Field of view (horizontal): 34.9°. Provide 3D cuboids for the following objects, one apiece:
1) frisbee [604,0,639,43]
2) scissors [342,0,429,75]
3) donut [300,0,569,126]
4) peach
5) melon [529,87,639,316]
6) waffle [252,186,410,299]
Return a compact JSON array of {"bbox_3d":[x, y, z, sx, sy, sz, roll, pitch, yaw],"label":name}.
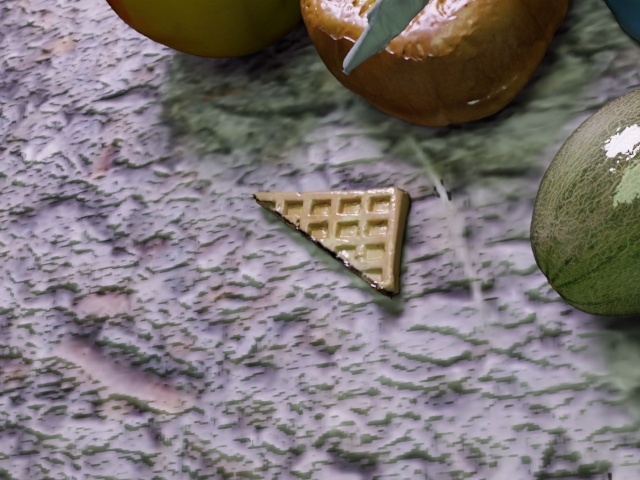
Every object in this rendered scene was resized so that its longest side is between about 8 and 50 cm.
[{"bbox_3d":[0.348,-0.264,0.784,0.290,0.049,0.289,-11,64,24],"label":"frisbee"},{"bbox_3d":[0.134,-0.263,0.702,0.383,0.256,0.029,-36,41,8],"label":"scissors"},{"bbox_3d":[0.094,-0.208,0.856,0.227,0.114,0.226,-12,62,23],"label":"donut"},{"bbox_3d":[-0.099,-0.280,0.934,0.231,0.231,0.230,-11,64,23],"label":"peach"},{"bbox_3d":[0.230,-0.033,0.694,0.192,0.139,0.139,-42,56,5],"label":"melon"},{"bbox_3d":[0.000,0.000,0.868,0.153,0.023,0.097,1,68,26],"label":"waffle"}]
